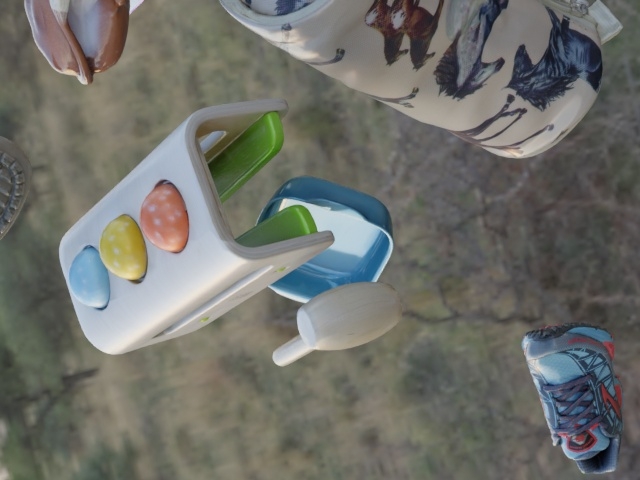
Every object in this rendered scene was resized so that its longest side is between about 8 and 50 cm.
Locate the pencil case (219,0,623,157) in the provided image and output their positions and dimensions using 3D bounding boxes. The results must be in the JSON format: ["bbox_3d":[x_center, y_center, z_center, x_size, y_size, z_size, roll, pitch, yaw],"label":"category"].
[{"bbox_3d":[0.091,-0.206,1.210,0.183,0.410,0.160,-52,50,17],"label":"pencil case"}]

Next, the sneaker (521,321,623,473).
[{"bbox_3d":[0.312,0.192,1.618,0.262,0.104,0.125,52,-149,-48],"label":"sneaker"}]

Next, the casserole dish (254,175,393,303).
[{"bbox_3d":[0.000,0.000,1.167,0.188,0.114,0.037,115,173,-60],"label":"casserole dish"}]

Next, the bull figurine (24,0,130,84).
[{"bbox_3d":[-0.231,-0.290,1.210,0.188,0.101,0.310,108,145,-58],"label":"bull figurine"}]

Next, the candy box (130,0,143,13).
[{"bbox_3d":[-0.203,-0.364,1.612,0.165,0.070,0.196,-30,33,52],"label":"candy box"}]

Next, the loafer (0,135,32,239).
[{"bbox_3d":[-0.364,-0.014,1.282,0.102,0.268,0.092,40,-155,-21],"label":"loafer"}]

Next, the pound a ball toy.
[{"bbox_3d":[-0.096,0.027,1.115,0.319,0.136,0.208,-32,75,54],"label":"pound a ball toy"}]
